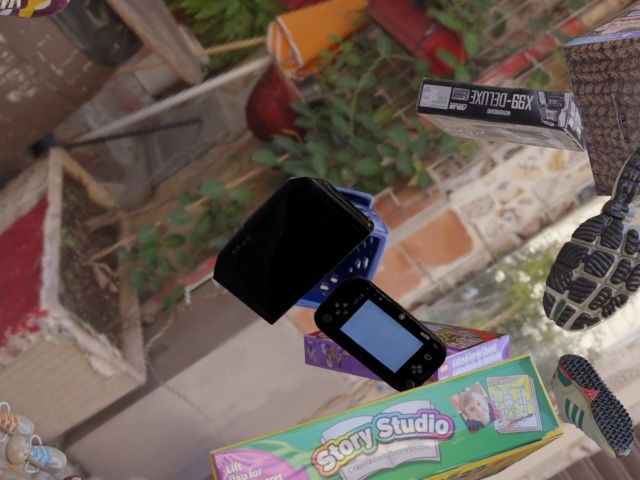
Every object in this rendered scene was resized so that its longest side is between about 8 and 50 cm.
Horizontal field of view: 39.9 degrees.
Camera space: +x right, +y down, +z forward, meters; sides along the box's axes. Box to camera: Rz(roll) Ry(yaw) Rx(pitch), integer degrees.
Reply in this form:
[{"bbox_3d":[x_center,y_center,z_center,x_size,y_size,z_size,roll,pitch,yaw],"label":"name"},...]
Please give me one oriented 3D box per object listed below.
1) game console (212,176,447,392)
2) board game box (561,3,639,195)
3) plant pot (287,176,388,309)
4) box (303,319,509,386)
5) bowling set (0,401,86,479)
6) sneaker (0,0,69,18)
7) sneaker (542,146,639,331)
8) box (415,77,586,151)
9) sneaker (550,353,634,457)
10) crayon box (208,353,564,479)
[{"bbox_3d":[0.039,0.078,1.257,0.361,0.213,0.044,39,23,-15],"label":"game console"},{"bbox_3d":[0.516,-0.225,1.280,0.141,0.291,0.232,6,-59,53],"label":"board game box"},{"bbox_3d":[0.000,0.000,1.971,0.235,0.236,0.212,11,34,-12],"label":"plant pot"},{"bbox_3d":[0.143,0.185,1.502,0.201,0.293,0.057,-12,102,-45],"label":"box"},{"bbox_3d":[-0.495,0.389,1.449,0.154,0.199,0.287,44,37,-53],"label":"bowling set"},{"bbox_3d":[-0.410,-0.304,1.096,0.084,0.185,0.070,-81,176,-56],"label":"sneaker"},{"bbox_3d":[0.384,0.007,1.103,0.107,0.275,0.110,35,-9,30],"label":"sneaker"},{"bbox_3d":[0.381,-0.257,1.817,0.307,0.077,0.242,11,-1,26],"label":"box"},{"bbox_3d":[0.361,0.234,1.189,0.161,0.057,0.075,-115,-151,-42],"label":"sneaker"},{"bbox_3d":[0.066,0.267,1.050,0.313,0.362,0.106,96,-23,-69],"label":"crayon box"}]
